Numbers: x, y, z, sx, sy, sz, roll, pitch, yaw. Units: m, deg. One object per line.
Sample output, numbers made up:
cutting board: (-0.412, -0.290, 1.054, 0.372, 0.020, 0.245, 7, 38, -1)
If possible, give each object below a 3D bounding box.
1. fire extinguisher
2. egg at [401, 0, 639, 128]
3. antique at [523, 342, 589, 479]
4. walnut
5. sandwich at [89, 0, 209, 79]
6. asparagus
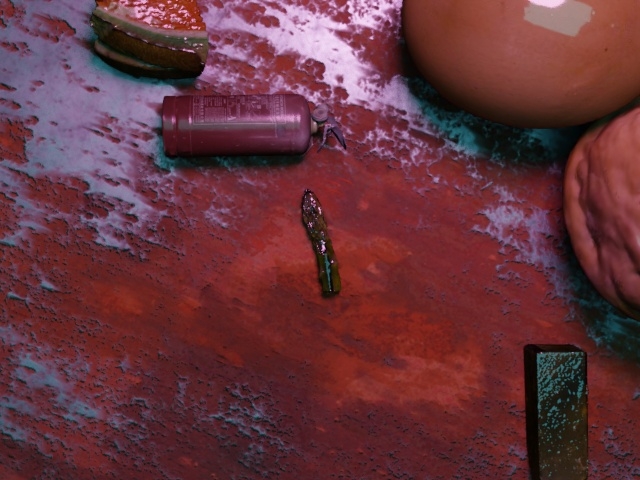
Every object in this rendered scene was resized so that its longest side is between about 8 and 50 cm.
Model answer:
fire extinguisher: (-0.098, -0.167, 1.503, 0.269, 0.105, 0.104, 0, 93, -3)
egg: (0.298, -0.305, 1.404, 0.374, 0.301, 0.301, 19, 92, 10)
antique: (0.362, 0.274, 1.553, 0.081, 0.080, 0.220, -1, 94, -1)
walnut: (0.498, -0.048, 1.430, 0.306, 0.306, 0.344, -24, 87, -1)
sandwich: (-0.242, -0.328, 1.496, 0.185, 0.109, 0.160, 16, 72, -1)
asparagus: (0.000, 0.000, 1.549, 0.036, 0.030, 0.165, -16, 94, 9)
